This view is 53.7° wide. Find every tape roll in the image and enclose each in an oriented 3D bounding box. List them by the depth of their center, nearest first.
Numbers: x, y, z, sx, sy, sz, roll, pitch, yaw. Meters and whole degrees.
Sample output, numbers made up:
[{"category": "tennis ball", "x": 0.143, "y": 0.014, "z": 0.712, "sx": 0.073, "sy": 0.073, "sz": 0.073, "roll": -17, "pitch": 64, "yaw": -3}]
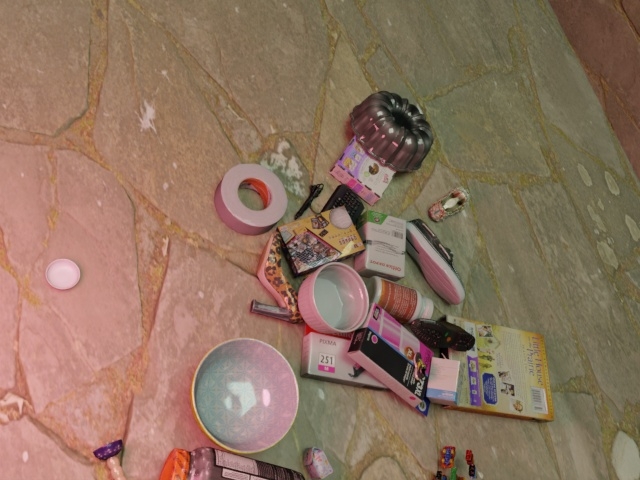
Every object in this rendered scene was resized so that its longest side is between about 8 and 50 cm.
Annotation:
[{"category": "tape roll", "x": -0.215, "y": -0.128, "z": 1.964, "sx": 0.219, "sy": 0.072, "sz": 0.219, "roll": 11, "pitch": 63, "yaw": -23}]

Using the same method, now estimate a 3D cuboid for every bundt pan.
[{"category": "bundt pan", "x": 0.273, "y": -0.408, "z": 2.274, "sx": 0.330, "sy": 0.124, "sz": 0.331, "roll": 21, "pitch": 46, "yaw": -23}]

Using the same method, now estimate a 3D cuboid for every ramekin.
[{"category": "ramekin", "x": 0.030, "y": 0.175, "z": 1.853, "sx": 0.207, "sy": 0.109, "sz": 0.207, "roll": 14, "pitch": 66, "yaw": -34}]

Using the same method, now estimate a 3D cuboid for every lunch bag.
[{"category": "lunch bag", "x": -0.014, "y": 0.604, "z": 1.721, "sx": 0.053, "sy": 0.071, "sz": 0.083, "roll": -20, "pitch": 79, "yaw": -29}]

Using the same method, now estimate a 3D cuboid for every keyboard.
[{"category": "keyboard", "x": 0.014, "y": -0.074, "z": 2.084, "sx": 0.201, "sy": 0.033, "sz": 0.317, "roll": 37, "pitch": 55, "yaw": -7}]

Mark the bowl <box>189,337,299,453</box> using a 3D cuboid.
[{"category": "bowl", "x": -0.216, "y": 0.414, "z": 1.653, "sx": 0.289, "sy": 0.156, "sz": 0.290, "roll": 12, "pitch": 62, "yaw": -23}]

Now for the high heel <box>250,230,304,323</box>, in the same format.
[{"category": "high heel", "x": -0.096, "y": 0.113, "z": 1.892, "sx": 0.186, "sy": 0.093, "sz": 0.261, "roll": 15, "pitch": 75, "yaw": -16}]

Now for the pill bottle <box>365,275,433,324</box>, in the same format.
[{"category": "pill bottle", "x": 0.246, "y": 0.199, "z": 2.019, "sx": 0.216, "sy": 0.121, "sz": 0.121, "roll": 19, "pitch": 60, "yaw": -19}]

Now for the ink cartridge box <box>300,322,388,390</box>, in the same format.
[{"category": "ink cartridge box", "x": 0.082, "y": 0.315, "z": 1.917, "sx": 0.275, "sy": 0.060, "sz": 0.239, "roll": 15, "pitch": 62, "yaw": -21}]

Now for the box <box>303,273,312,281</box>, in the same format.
[{"category": "box", "x": 0.041, "y": 0.148, "z": 1.976, "sx": 0.179, "sy": 0.043, "sz": 0.105, "roll": -7, "pitch": 70, "yaw": -35}]

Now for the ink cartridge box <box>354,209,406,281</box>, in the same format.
[{"category": "ink cartridge box", "x": 0.198, "y": 0.023, "z": 2.093, "sx": 0.153, "sy": 0.087, "sz": 0.209, "roll": 16, "pitch": 64, "yaw": -21}]

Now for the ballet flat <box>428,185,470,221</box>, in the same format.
[{"category": "ballet flat", "x": 0.497, "y": -0.142, "z": 2.340, "sx": 0.241, "sy": 0.077, "sz": 0.091, "roll": -36, "pitch": 86, "yaw": -36}]

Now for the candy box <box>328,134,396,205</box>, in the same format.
[{"category": "candy box", "x": 0.152, "y": -0.245, "z": 2.212, "sx": 0.196, "sy": 0.070, "sz": 0.165, "roll": 37, "pitch": 55, "yaw": -7}]

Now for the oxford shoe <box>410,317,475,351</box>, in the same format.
[{"category": "oxford shoe", "x": 0.373, "y": 0.291, "z": 2.005, "sx": 0.227, "sy": 0.096, "sz": 0.083, "roll": 21, "pitch": 102, "yaw": -24}]

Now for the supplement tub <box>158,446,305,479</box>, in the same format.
[{"category": "supplement tub", "x": -0.216, "y": 0.624, "z": 1.523, "sx": 0.337, "sy": 0.207, "sz": 0.207, "roll": 21, "pitch": 59, "yaw": -17}]

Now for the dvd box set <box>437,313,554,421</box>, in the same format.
[{"category": "dvd box set", "x": 0.589, "y": 0.433, "z": 2.124, "sx": 0.420, "sy": 0.062, "sz": 0.308, "roll": 13, "pitch": 62, "yaw": -22}]

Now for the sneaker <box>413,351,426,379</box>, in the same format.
[{"category": "sneaker", "x": 0.302, "y": 0.375, "z": 1.894, "sx": 0.031, "sy": 0.035, "sz": 0.083, "roll": 18, "pitch": 61, "yaw": -38}]

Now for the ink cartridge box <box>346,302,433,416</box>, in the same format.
[{"category": "ink cartridge box", "x": 0.242, "y": 0.364, "z": 1.916, "sx": 0.371, "sy": 0.069, "sz": 0.176, "roll": 43, "pitch": 48, "yaw": -25}]

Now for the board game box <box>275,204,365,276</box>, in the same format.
[{"category": "board game box", "x": 0.000, "y": 0.000, "z": 1.990, "sx": 0.243, "sy": 0.042, "sz": 0.165, "roll": -18, "pitch": 73, "yaw": -23}]

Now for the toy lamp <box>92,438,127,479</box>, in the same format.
[{"category": "toy lamp", "x": -0.451, "y": 0.611, "z": 1.487, "sx": 0.080, "sy": 0.080, "sz": 0.275, "roll": -16, "pitch": 74, "yaw": -32}]

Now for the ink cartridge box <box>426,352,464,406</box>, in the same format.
[{"category": "ink cartridge box", "x": 0.387, "y": 0.428, "z": 1.952, "sx": 0.089, "sy": 0.092, "sz": 0.143, "roll": 4, "pitch": 67, "yaw": 23}]

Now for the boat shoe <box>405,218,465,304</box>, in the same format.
[{"category": "boat shoe", "x": 0.403, "y": 0.059, "z": 2.167, "sx": 0.119, "sy": 0.121, "sz": 0.335, "roll": -29, "pitch": 81, "yaw": -30}]

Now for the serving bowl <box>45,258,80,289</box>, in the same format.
[{"category": "serving bowl", "x": -0.671, "y": 0.091, "z": 1.646, "sx": 0.083, "sy": 0.027, "sz": 0.083, "roll": 12, "pitch": 62, "yaw": -22}]

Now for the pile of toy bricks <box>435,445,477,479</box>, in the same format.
[{"category": "pile of toy bricks", "x": 0.406, "y": 0.728, "z": 1.878, "sx": 0.105, "sy": 0.118, "sz": 0.212, "roll": 65, "pitch": 32, "yaw": -36}]
